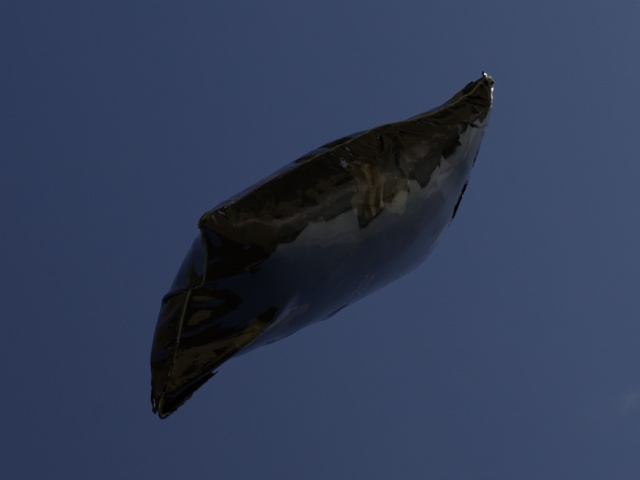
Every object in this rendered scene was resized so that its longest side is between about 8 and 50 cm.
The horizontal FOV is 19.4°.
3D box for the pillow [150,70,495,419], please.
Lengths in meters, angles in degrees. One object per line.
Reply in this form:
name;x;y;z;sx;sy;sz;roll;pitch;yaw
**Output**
pillow;0.000;-0.001;0.657;0.150;0.090;0.048;-28;-104;-41
